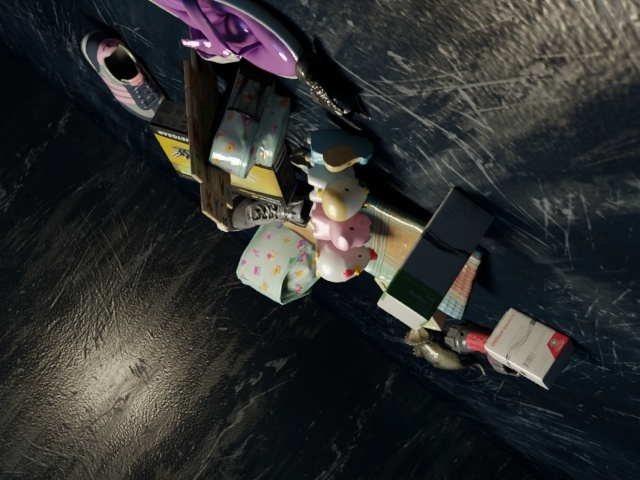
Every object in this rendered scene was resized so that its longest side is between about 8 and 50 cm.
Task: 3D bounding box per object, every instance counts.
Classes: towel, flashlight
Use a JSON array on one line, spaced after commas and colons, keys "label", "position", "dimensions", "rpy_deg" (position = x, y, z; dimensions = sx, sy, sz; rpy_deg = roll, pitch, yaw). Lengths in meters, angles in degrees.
[{"label": "towel", "position": [0.152, 0.018, 1.694], "dimensions": [0.370, 0.040, 0.271], "rpy_deg": [27, 152, 16]}, {"label": "flashlight", "position": [0.408, 0.262, 2.005], "dimensions": [0.103, 0.103, 0.304], "rpy_deg": [40, 169, -17]}]

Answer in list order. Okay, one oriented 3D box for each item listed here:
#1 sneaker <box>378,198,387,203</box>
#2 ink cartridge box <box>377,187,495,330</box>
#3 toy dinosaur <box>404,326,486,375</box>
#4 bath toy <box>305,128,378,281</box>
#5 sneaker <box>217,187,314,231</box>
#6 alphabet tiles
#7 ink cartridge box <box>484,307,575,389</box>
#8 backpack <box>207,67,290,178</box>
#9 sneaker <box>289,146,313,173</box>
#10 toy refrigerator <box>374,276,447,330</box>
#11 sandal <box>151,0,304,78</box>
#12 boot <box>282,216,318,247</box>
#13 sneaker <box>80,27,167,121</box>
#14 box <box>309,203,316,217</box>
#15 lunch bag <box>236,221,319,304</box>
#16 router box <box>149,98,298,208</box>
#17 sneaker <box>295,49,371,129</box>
[{"label": "sneaker", "position": [0.103, -0.070, 1.728], "dimensions": [0.191, 0.071, 0.083], "rpy_deg": [22, 157, 30]}, {"label": "ink cartridge box", "position": [0.199, 0.037, 1.412], "dimensions": [0.092, 0.219, 0.160], "rpy_deg": [34, 170, 6]}, {"label": "toy dinosaur", "position": [0.366, 0.349, 2.494], "dimensions": [0.313, 0.121, 0.160], "rpy_deg": [41, -177, 4]}, {"label": "bath toy", "position": [0.046, -0.048, 1.555], "dimensions": [0.129, 0.151, 0.348], "rpy_deg": [-1, 135, 4]}, {"label": "sneaker", "position": [-0.122, -0.078, 2.026], "dimensions": [0.153, 0.269, 0.101], "rpy_deg": [19, 122, 42]}, {"label": "alphabet tiles", "position": [-0.222, -0.205, 1.631], "dimensions": [0.011, 0.342, 0.285], "rpy_deg": [-7, 168, 7]}, {"label": "ink cartridge box", "position": [0.443, 0.227, 1.711], "dimensions": [0.150, 0.109, 0.063], "rpy_deg": [30, 170, 40]}, {"label": "backpack", "position": [-0.140, -0.212, 1.561], "dimensions": [0.144, 0.188, 0.166], "rpy_deg": [27, 169, -3]}, {"label": "sneaker", "position": [-0.004, -0.158, 1.760], "dimensions": [0.135, 0.052, 0.058], "rpy_deg": [40, -177, 36]}, {"label": "toy refrigerator", "position": [0.230, 0.128, 1.983], "dimensions": [0.102, 0.094, 0.269], "rpy_deg": [11, 158, 29]}, {"label": "sandal", "position": [-0.197, -0.359, 1.355], "dimensions": [0.416, 0.102, 0.169], "rpy_deg": [33, 169, 23]}, {"label": "boot", "position": [0.000, 0.000, 2.202], "dimensions": [0.207, 0.090, 0.248], "rpy_deg": [49, 172, -21]}, {"label": "sneaker", "position": [-0.494, -0.412, 2.120], "dimensions": [0.131, 0.112, 0.319], "rpy_deg": [32, 170, 43]}, {"label": "box", "position": [0.071, -0.034, 1.968], "dimensions": [0.207, 0.036, 0.114], "rpy_deg": [38, 156, 8]}, {"label": "lunch bag", "position": [-0.105, 0.053, 2.402], "dimensions": [0.223, 0.262, 0.160], "rpy_deg": [28, 166, 41]}, {"label": "router box", "position": [-0.222, -0.202, 1.911], "dimensions": [0.309, 0.081, 0.243], "rpy_deg": [17, 159, 16]}, {"label": "sneaker", "position": [0.022, -0.238, 1.292], "dimensions": [0.089, 0.051, 0.170], "rpy_deg": [34, 174, 22]}]
